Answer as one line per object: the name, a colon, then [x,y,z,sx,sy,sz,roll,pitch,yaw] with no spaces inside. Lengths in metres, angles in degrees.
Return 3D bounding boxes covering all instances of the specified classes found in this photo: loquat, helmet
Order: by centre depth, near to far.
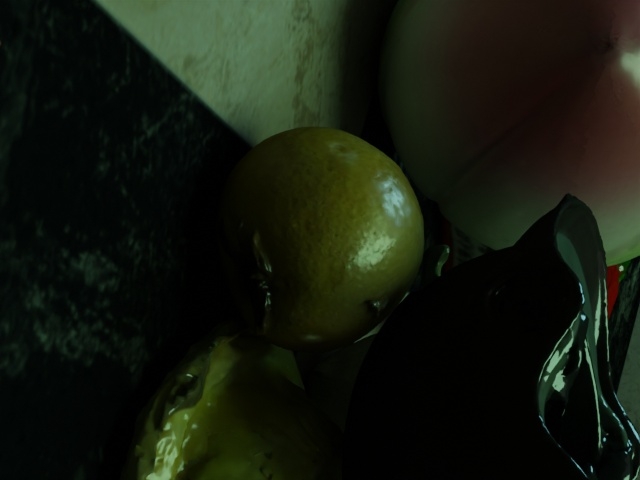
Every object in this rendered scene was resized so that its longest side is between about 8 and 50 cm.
loquat: [0.000,0.000,0.874,0.141,0.141,0.141,13,90,-70]
helmet: [0.106,0.126,0.884,0.225,0.177,0.305,57,27,-47]

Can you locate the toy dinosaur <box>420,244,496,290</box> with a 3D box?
toy dinosaur: [0.142,0.067,1.263,0.162,0.077,0.294,-92,-153,-43]

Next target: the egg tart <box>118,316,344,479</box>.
egg tart: [-0.048,0.192,0.907,0.288,0.118,0.288,9,90,-67]

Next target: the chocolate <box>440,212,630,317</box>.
chocolate: [0.247,-0.064,1.464,0.360,0.161,0.341,81,29,-44]

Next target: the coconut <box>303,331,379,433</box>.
coconut: [0.086,0.182,1.097,0.245,0.247,0.245,-56,180,0]

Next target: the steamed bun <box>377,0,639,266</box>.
steamed bun: [0.191,-0.124,1.050,0.309,0.309,0.309,13,90,-70]
